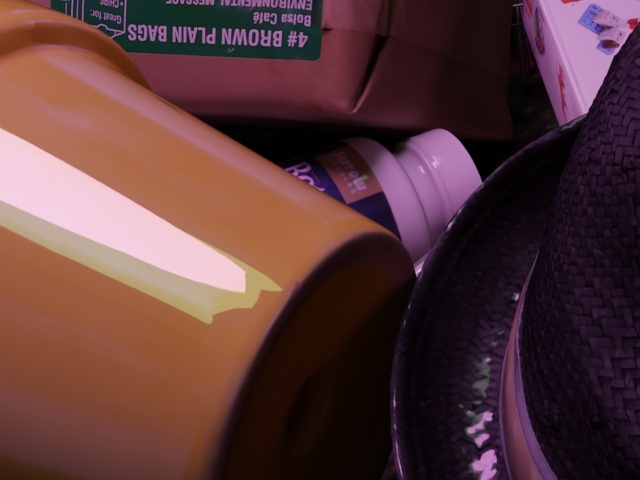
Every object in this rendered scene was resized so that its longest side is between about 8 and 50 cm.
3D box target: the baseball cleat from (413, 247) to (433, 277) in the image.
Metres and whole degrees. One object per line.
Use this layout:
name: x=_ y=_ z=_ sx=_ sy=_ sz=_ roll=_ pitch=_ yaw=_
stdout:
baseball cleat: x=0.119 y=0.011 z=0.798 sx=0.206 sy=0.072 sz=0.109 roll=-16 pitch=9 yaw=-16

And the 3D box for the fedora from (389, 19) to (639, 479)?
fedora: x=0.169 y=0.012 z=0.526 sx=0.334 sy=0.152 sz=0.334 roll=-5 pitch=43 yaw=4

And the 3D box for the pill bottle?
pill bottle: x=0.000 y=0.000 z=0.831 sx=0.169 sy=0.094 sz=0.094 roll=-21 pitch=24 yaw=-17

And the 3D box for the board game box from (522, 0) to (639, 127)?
board game box: x=0.219 y=-0.049 z=0.739 sx=0.193 sy=0.053 sz=0.305 roll=-8 pitch=42 yaw=-1

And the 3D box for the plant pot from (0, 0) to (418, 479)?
plant pot: x=-0.099 y=0.038 z=0.646 sx=0.239 sy=0.254 sz=0.254 roll=18 pitch=36 yaw=25

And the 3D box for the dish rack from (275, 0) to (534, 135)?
dish rack: x=0.103 y=-0.161 z=1.172 sx=0.272 sy=0.074 sz=0.208 roll=-6 pitch=26 yaw=14

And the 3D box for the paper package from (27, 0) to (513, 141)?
paper package: x=-0.069 y=-0.150 z=0.958 sx=0.325 sy=0.168 sz=0.309 roll=4 pitch=4 yaw=23
